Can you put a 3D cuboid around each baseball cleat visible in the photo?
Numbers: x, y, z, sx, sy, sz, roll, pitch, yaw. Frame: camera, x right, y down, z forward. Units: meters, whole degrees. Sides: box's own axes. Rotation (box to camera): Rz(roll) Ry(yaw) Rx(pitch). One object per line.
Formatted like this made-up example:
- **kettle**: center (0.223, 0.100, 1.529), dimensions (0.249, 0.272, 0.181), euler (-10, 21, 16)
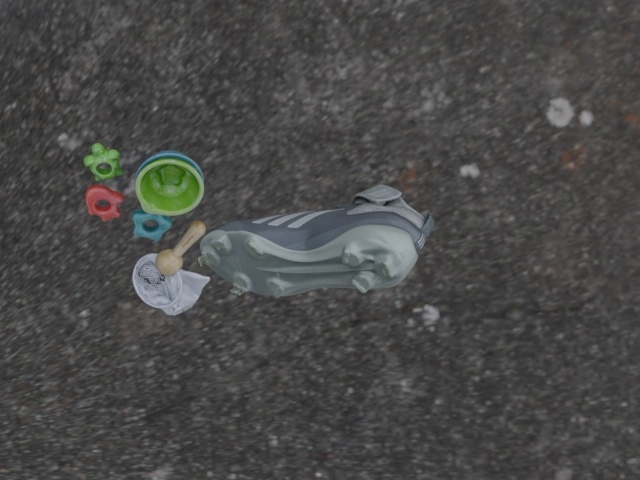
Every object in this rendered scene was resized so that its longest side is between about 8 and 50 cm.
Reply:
- **baseball cleat**: center (0.000, 0.000, 1.055), dimensions (0.109, 0.205, 0.072), euler (-51, 135, -44)

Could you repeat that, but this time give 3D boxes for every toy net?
- **toy net**: center (-0.176, 0.002, 1.280), dimensions (0.122, 0.232, 0.045), euler (-4, 39, -4)
